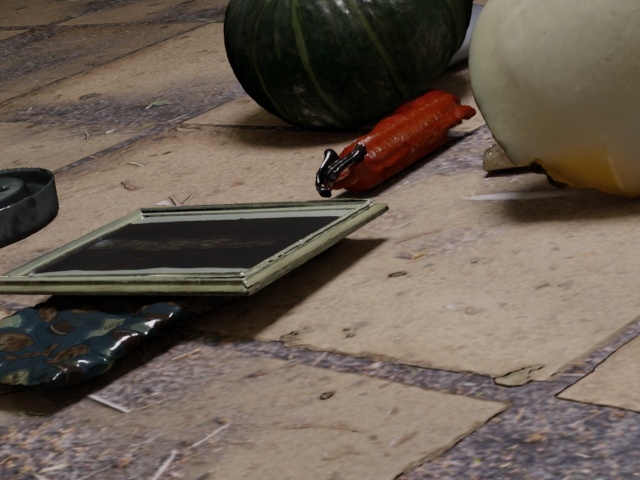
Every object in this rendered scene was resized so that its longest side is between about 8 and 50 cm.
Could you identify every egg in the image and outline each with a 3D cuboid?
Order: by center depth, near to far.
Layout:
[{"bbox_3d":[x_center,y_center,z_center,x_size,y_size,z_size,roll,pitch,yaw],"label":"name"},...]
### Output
[{"bbox_3d":[0.270,-0.184,1.499,0.286,0.264,0.174,-18,-25,-8],"label":"egg"}]

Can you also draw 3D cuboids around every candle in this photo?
[{"bbox_3d":[0.069,-0.099,1.759,0.084,0.059,0.302,-16,11,36],"label":"candle"}]

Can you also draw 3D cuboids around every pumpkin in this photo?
[{"bbox_3d":[0.039,-0.254,1.998,0.300,0.207,0.300,-27,29,17],"label":"pumpkin"}]

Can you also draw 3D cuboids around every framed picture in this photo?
[{"bbox_3d":[-0.118,0.004,1.539,0.293,0.018,0.231,-2,17,34],"label":"framed picture"}]

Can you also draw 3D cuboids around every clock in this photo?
[{"bbox_3d":[-0.389,-0.026,1.894,0.215,0.042,0.215,-12,17,4],"label":"clock"}]

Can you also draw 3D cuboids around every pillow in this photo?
[{"bbox_3d":[-0.187,0.066,1.461,0.189,0.034,0.255,0,19,43],"label":"pillow"}]

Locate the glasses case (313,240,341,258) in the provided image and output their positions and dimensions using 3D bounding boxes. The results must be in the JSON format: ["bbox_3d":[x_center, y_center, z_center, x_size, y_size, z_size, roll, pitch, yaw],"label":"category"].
[{"bbox_3d":[0.000,0.000,1.551,0.033,0.023,0.083,2,22,29],"label":"glasses case"}]

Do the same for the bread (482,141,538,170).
[{"bbox_3d":[0.224,-0.128,1.657,0.152,0.105,0.077,-6,12,21],"label":"bread"}]

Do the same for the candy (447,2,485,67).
[{"bbox_3d":[0.136,-0.250,2.161,0.174,0.071,0.138,-27,26,-36],"label":"candy"}]
